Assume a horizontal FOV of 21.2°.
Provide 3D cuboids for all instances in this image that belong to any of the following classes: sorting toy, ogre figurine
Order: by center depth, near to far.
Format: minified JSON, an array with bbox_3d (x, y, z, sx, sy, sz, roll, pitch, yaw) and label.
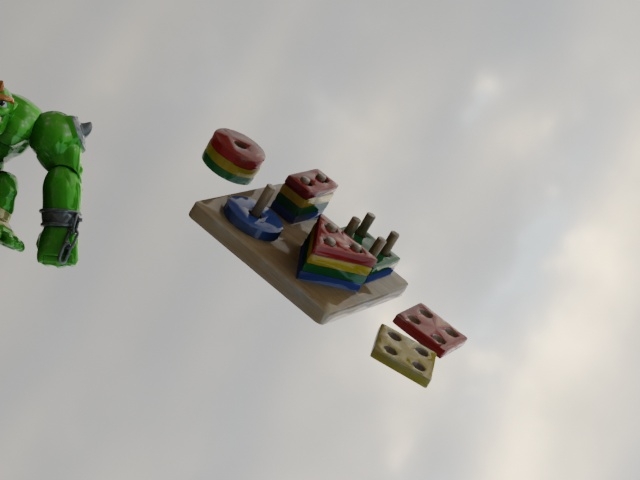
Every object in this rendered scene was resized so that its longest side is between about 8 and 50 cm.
[{"bbox_3d":[0.000,0.000,1.260,0.274,0.132,0.046,39,-66,19],"label":"sorting toy"},{"bbox_3d":[-0.265,-0.065,1.323,0.197,0.097,0.118,19,-99,20],"label":"ogre figurine"}]
